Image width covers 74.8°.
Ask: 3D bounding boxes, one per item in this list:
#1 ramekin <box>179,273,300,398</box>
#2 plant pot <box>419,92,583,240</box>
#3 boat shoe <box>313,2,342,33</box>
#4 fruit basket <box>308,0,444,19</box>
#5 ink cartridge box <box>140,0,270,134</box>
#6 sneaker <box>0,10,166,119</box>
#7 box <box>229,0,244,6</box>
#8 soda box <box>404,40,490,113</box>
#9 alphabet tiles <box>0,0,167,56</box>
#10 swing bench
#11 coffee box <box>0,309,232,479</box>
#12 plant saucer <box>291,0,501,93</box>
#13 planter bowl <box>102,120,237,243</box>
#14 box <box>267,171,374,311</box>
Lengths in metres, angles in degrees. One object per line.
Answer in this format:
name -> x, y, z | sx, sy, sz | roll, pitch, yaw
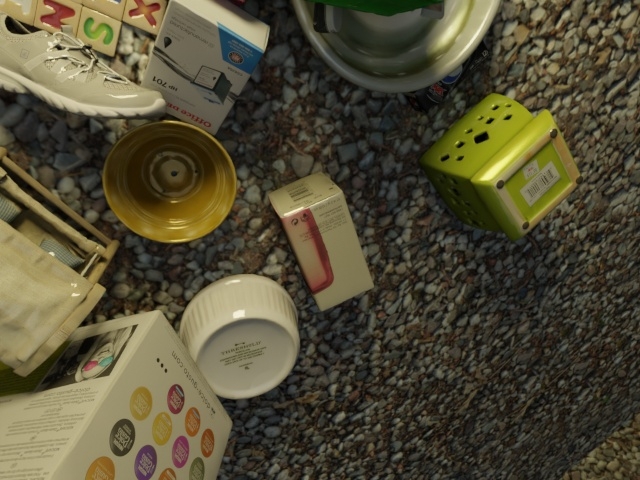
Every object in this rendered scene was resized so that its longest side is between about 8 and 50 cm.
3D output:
ramekin -> -0.168, 0.221, 0.916 | 0.273, 0.127, 0.273 | -7, 116, -15
plant pot -> 0.391, -0.147, 0.891 | 0.228, 0.207, 0.227 | -44, 119, 3
boat shoe -> 0.009, -0.388, 0.630 | 0.040, 0.049, 0.142 | 8, 105, 26
fruit basket -> 0.072, -0.480, 0.506 | 0.327, 0.165, 0.353 | -13, 116, -38
ink cartridge box -> -0.186, -0.277, 0.655 | 0.140, 0.082, 0.191 | 22, 140, -26
sneaker -> -0.363, -0.251, 0.609 | 0.281, 0.105, 0.115 | 17, 105, -2
box -> -0.114, -0.507, 0.580 | 0.142, 0.154, 0.300 | 21, 102, -26
soda box -> 0.251, -0.335, 0.840 | 0.169, 0.060, 0.053 | -43, 118, 4
alphabet tiles -> -0.388, -0.453, 0.601 | 0.342, 0.011, 0.285 | 15, 108, -24
swing bench -> -0.481, 0.024, 0.647 | 0.165, 0.254, 0.253 | -41, 120, 2
coffee box -> -0.409, 0.380, 0.730 | 0.338, 0.334, 0.337 | -13, 119, 15
plant saucer -> 0.127, -0.466, 0.716 | 0.400, 0.100, 0.400 | -7, 115, -15
planter bowl -> -0.264, -0.111, 0.753 | 0.217, 0.090, 0.217 | -7, 116, -15
box -> 0.000, 0.000, 0.859 | 0.127, 0.148, 0.232 | -24, 118, -6
